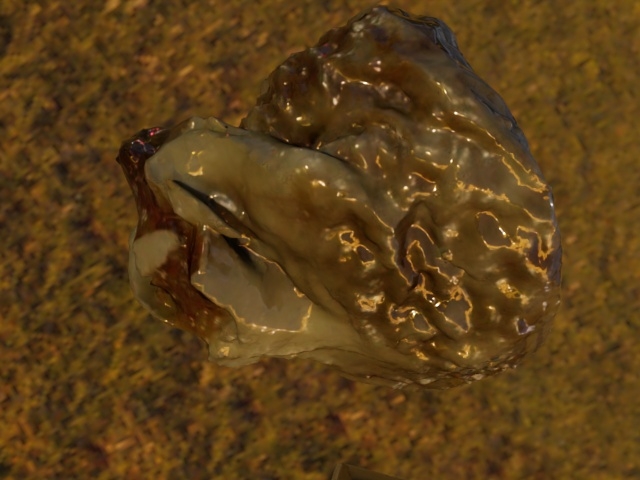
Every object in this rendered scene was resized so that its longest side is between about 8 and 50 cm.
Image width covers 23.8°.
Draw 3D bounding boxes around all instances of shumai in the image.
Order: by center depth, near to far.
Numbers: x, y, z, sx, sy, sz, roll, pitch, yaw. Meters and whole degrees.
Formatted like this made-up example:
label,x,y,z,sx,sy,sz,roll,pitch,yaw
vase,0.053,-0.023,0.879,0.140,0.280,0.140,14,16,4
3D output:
label,x,y,z,sx,sy,sz,roll,pitch,yaw
shumai,0.002,-0.001,0.849,0.218,0.256,0.189,-13,57,-10

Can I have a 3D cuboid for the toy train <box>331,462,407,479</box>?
label,x,y,z,sx,sy,sz,roll,pitch,yaw
toy train,0.115,0.275,1.010,0.300,0.202,0.131,16,5,-7
